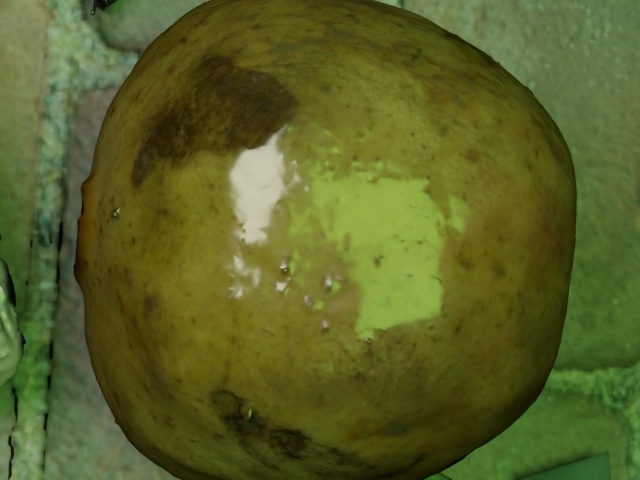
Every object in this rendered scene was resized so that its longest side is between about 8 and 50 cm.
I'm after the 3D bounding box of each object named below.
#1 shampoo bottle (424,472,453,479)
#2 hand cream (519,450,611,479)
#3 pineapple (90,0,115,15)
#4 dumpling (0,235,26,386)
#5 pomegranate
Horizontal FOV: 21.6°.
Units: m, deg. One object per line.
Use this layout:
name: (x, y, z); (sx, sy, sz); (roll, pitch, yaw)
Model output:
shampoo bottle: (-0.002, 0.248, 0.964); (0.085, 0.085, 0.262); (23, 82, -18)
hand cream: (0.173, 0.223, 1.049); (0.065, 0.043, 0.170); (-14, 92, -19)
pineapple: (-0.093, -0.179, 0.963); (0.124, 0.058, 0.058); (-41, 103, -1)
dumpling: (-0.281, -0.016, 0.842); (0.227, 0.175, 0.243); (-22, 82, 11)
pomegranate: (0.000, 0.000, 0.873); (0.281, 0.281, 0.281); (0, 89, -20)
